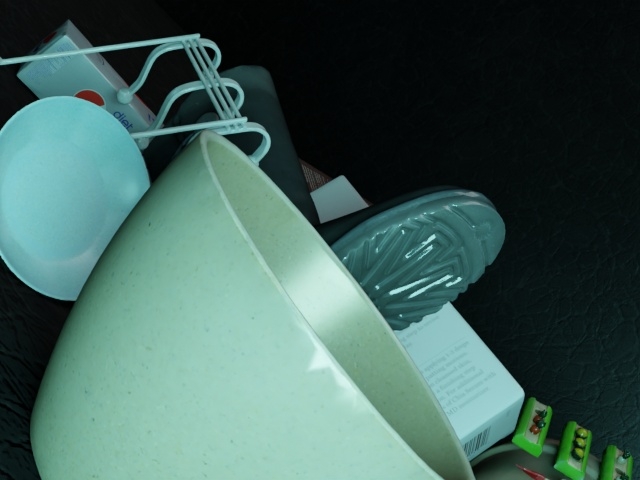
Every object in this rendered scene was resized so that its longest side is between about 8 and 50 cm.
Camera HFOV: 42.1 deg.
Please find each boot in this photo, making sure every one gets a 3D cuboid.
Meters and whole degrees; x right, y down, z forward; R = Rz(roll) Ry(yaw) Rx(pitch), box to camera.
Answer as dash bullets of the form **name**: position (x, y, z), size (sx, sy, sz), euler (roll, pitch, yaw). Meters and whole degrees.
- **boot**: position (-0.028, -0.067, 1.010), size (0.146, 0.367, 0.445), euler (51, 12, -42)

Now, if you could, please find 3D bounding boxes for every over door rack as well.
- **over door rack**: position (-0.247, -0.152, 0.956), size (0.324, 0.108, 0.239), euler (-2, 38, -24)

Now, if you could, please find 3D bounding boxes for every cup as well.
- **cup**: position (-0.073, 0.119, 0.637), size (0.331, 0.237, 0.331), euler (51, 7, -9)

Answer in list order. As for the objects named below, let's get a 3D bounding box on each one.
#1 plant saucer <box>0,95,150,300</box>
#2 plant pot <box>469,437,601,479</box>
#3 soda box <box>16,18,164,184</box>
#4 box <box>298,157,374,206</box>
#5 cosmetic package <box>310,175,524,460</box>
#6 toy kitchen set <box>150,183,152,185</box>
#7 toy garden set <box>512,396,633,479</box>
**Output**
- **plant saucer**: position (-0.247, -0.039, 0.801), size (0.195, 0.037, 0.195), euler (5, 83, -55)
- **plant pot**: position (0.279, 0.460, 1.195), size (0.280, 0.323, 0.323), euler (10, 40, -55)
- **soda box**: position (-0.302, -0.175, 1.213), size (0.286, 0.091, 0.098), euler (49, 7, -29)
- **box**: position (0.000, 0.000, 1.573), size (0.381, 0.191, 0.143), euler (26, 38, -46)
- **cosmetic package**: position (0.067, 0.143, 1.247), size (0.453, 0.230, 0.161), euler (53, -14, 29)
- **toy kitchen set**: position (-0.241, -0.033, 1.162), size (0.075, 0.068, 0.083), euler (19, 18, 8)
- **toy garden set**: position (0.389, 0.330, 1.170), size (0.244, 0.049, 0.204), euler (30, 29, 10)
